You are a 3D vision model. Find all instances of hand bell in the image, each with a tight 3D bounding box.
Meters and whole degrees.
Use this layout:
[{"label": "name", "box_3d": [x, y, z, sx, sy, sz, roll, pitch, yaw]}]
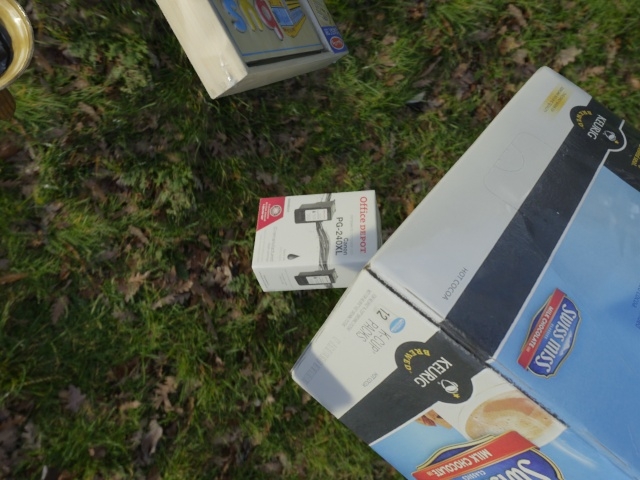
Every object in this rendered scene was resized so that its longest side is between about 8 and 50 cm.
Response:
[{"label": "hand bell", "box_3d": [-0.393, -0.187, 0.608, 0.126, 0.242, 0.126, 3, 83, -23]}]

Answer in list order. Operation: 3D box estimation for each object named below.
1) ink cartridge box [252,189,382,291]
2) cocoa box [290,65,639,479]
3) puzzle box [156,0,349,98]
[{"label": "ink cartridge box", "box_3d": [0.000, 0.000, 0.647, 0.150, 0.109, 0.063, -4, 144, 9]}, {"label": "cocoa box", "box_3d": [0.182, 0.046, 0.495, 0.228, 0.231, 0.347, 39, 54, 9]}, {"label": "puzzle box", "box_3d": [-0.093, -0.337, 0.662, 0.052, 0.409, 0.272, -23, 104, 25]}]
